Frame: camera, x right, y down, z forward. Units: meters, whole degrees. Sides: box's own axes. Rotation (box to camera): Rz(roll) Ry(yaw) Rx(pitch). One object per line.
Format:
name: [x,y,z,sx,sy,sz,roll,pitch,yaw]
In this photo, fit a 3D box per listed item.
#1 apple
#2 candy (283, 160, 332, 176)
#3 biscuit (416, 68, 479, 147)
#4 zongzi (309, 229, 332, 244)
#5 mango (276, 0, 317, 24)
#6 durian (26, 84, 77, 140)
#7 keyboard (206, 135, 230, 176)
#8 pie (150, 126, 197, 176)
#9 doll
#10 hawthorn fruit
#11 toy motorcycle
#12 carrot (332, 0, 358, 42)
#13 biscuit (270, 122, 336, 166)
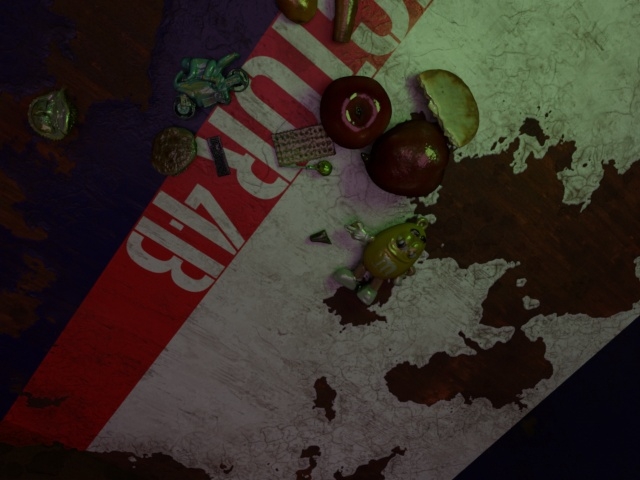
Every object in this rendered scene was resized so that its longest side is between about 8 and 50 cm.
apple: [0.124,-0.464,1.455,0.261,0.216,0.260,-1,109,-3]
candy: [-0.049,-0.287,1.596,0.194,0.058,0.062,2,71,-4]
biscuit: [0.494,-0.507,1.515,0.205,0.040,0.308,-32,93,-23]
zongzi: [0.000,0.000,1.727,0.076,0.040,0.083,-20,130,10]
mango: [-0.090,-0.838,1.348,0.141,0.102,0.217,-29,114,-1]
durian: [-0.938,-0.453,1.428,0.147,0.102,0.207,16,86,-14]
keyboard: [-0.394,-0.324,1.569,0.053,0.010,0.154,-13,112,1]
pie: [-0.548,-0.335,1.516,0.194,0.079,0.163,-35,103,8]
doll: [0.245,0.077,1.716,0.349,0.161,0.422,9,116,-4]
hawthorn fruit: [0.332,-0.293,1.517,0.312,0.295,0.294,-31,111,3]
toy motorcycle: [-0.405,-0.561,1.435,0.297,0.109,0.198,-20,102,5]
carrot: [0.088,-0.787,1.397,0.087,0.087,0.193,-1,113,-5]
biscuit: [-0.064,-0.375,1.578,0.232,0.016,0.138,-13,112,0]
